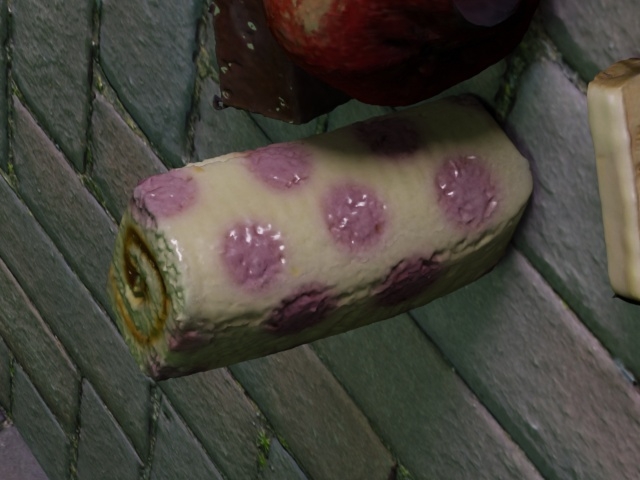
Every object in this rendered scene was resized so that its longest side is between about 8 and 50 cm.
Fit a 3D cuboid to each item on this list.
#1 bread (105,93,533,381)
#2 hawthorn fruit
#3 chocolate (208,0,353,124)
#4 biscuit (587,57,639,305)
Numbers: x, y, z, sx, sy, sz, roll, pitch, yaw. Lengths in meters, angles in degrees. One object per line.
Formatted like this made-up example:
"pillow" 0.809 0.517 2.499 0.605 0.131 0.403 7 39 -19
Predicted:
"bread" 0.000 0.000 1.480 0.155 0.338 0.187 60 154 25
"hawthorn fruit" 0.045 -0.243 1.328 0.230 0.210 0.266 -42 73 47
"chocolate" -0.036 -0.253 1.604 0.112 0.112 0.321 28 135 38
"biscuit" 0.238 -0.042 1.313 0.052 0.056 0.188 25 132 54
